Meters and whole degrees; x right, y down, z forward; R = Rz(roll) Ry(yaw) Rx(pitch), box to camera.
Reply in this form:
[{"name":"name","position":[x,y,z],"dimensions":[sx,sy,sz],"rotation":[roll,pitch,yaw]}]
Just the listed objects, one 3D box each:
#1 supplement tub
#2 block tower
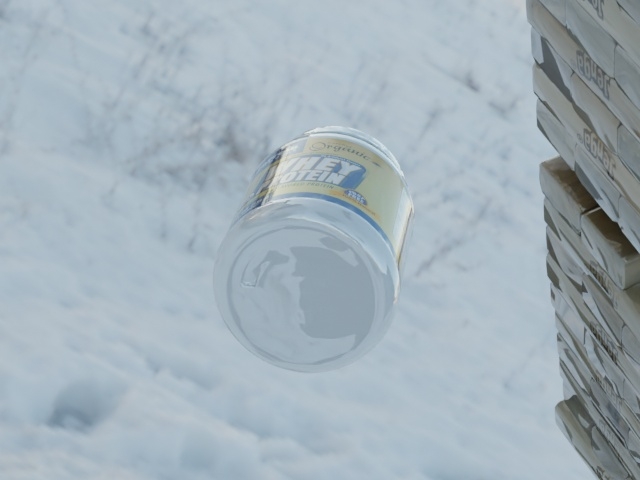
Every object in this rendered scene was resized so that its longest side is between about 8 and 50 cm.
[{"name":"supplement tub","position":[0.000,0.000,1.260],"dimensions":[0.144,0.144,0.199],"rotation":[29,26,-6]},{"name":"block tower","position":[0.137,-0.019,0.559],"dimensions":[0.335,0.097,0.091],"rotation":[79,-15,-47]}]
